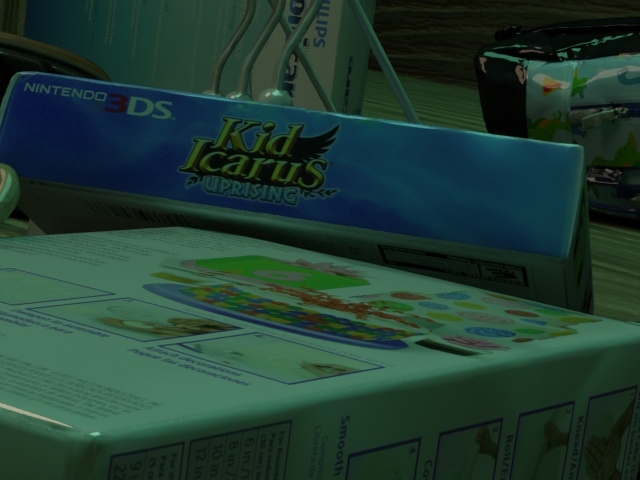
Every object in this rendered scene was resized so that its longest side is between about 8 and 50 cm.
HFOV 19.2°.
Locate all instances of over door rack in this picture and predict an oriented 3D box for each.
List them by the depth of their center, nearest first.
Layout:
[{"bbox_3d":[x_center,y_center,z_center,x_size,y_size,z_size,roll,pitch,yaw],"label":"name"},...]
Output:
[{"bbox_3d":[0.007,-0.081,1.227,0.324,0.108,0.239,50,-7,-12],"label":"over door rack"}]

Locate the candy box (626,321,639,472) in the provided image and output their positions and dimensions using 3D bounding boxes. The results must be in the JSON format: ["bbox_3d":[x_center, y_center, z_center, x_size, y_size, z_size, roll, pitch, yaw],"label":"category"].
[{"bbox_3d":[0.268,0.083,0.893,0.233,0.071,0.159,0,12,-45],"label":"candy box"}]

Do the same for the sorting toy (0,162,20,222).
[{"bbox_3d":[-0.295,0.004,0.812,0.229,0.041,0.307,-17,8,-36],"label":"sorting toy"}]

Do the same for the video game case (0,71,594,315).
[{"bbox_3d":[0.000,0.000,0.951,0.269,0.061,0.244,9,-16,12],"label":"video game case"}]

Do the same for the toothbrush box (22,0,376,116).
[{"bbox_3d":[-0.112,-0.157,1.700,0.295,0.216,0.126,9,9,15],"label":"toothbrush box"}]

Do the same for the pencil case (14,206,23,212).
[{"bbox_3d":[-0.203,-0.049,1.400,0.152,0.064,0.070,8,-14,15],"label":"pencil case"}]

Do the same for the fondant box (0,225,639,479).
[{"bbox_3d":[-0.061,0.064,0.664,0.238,0.096,0.330,12,11,35],"label":"fondant box"}]

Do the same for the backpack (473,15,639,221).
[{"bbox_3d":[0.373,-0.121,1.871,0.355,0.273,0.290,-13,-4,26],"label":"backpack"}]

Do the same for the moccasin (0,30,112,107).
[{"bbox_3d":[-0.358,-0.116,1.545,0.380,0.139,0.147,-5,20,-14],"label":"moccasin"}]

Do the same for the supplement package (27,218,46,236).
[{"bbox_3d":[-0.108,-0.027,1.200,0.105,0.105,0.179,6,9,-25],"label":"supplement package"}]
